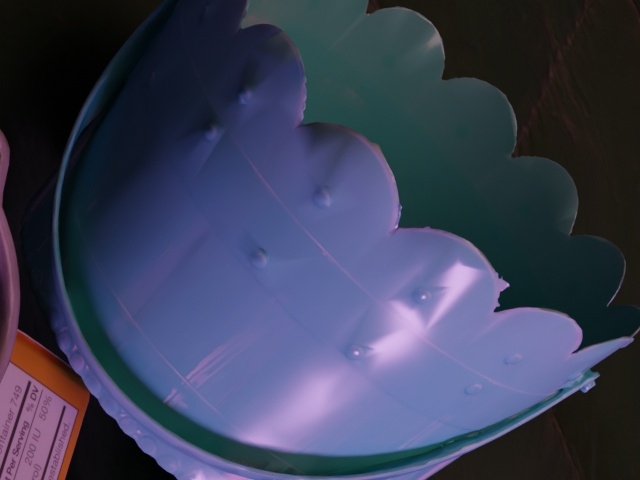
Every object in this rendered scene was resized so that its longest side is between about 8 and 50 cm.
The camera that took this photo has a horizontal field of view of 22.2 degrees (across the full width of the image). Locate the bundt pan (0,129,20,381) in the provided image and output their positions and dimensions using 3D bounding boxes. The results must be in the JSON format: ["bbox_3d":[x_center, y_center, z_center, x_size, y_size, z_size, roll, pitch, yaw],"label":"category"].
[{"bbox_3d":[-0.256,0.001,0.539,0.331,0.124,0.331,17,70,-57],"label":"bundt pan"}]

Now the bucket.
[{"bbox_3d":[0.000,0.000,0.805,0.281,0.183,0.281,39,20,-17],"label":"bucket"}]

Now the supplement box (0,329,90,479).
[{"bbox_3d":[-0.174,0.150,0.688,0.080,0.078,0.233,46,46,-41],"label":"supplement box"}]
